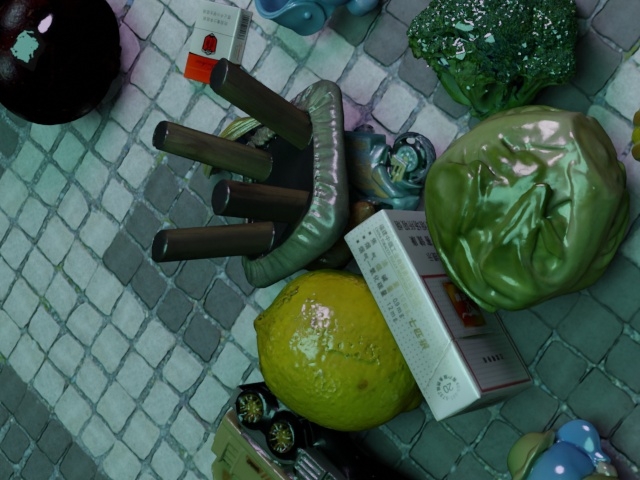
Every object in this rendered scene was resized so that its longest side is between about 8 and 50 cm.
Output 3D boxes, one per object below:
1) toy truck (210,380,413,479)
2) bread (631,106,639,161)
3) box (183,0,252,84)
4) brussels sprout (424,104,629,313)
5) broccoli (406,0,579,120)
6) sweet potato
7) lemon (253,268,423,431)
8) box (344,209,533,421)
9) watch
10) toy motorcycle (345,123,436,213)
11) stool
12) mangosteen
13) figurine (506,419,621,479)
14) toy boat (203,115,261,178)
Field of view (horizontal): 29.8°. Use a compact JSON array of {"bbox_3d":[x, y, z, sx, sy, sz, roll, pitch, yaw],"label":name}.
[{"bbox_3d":[-0.014,0.419,2.064,0.405,0.180,0.254,40,113,27],"label":"toy truck"},{"bbox_3d":[0.555,-0.149,1.759,0.213,0.105,0.213,2,94,32],"label":"bread"},{"bbox_3d":[-0.193,-0.367,2.259,0.100,0.048,0.152,19,102,33],"label":"box"},{"bbox_3d":[0.309,-0.042,1.824,0.328,0.247,0.328,8,112,21],"label":"brussels sprout"},{"bbox_3d":[0.273,-0.311,1.884,0.294,0.265,0.245,42,145,32],"label":"broccoli"},{"bbox_3d":[0.000,0.004,2.057,0.341,0.092,0.114,-10,101,57],"label":"sweet potato"},{"bbox_3d":[0.039,0.183,1.984,0.310,0.258,0.258,30,107,-2],"label":"lemon"},{"bbox_3d":[0.191,0.113,1.919,0.095,0.210,0.330,-34,72,28],"label":"box"},{"bbox_3d":[-0.022,-0.463,2.092,0.193,0.211,0.211,-14,82,49],"label":"watch"},{"bbox_3d":[0.074,-0.100,2.066,0.296,0.109,0.198,11,108,37],"label":"toy motorcycle"},{"bbox_3d":[-0.119,-0.109,1.995,0.310,0.226,0.310,-34,52,48],"label":"stool"},{"bbox_3d":[-0.536,-0.381,2.316,0.313,0.297,0.297,37,114,-14],"label":"mangosteen"},{"bbox_3d":[0.387,0.402,1.830,0.262,0.154,0.180,58,145,33],"label":"figurine"},{"bbox_3d":[-0.157,-0.179,2.226,0.066,0.065,0.172,45,114,0],"label":"toy boat"}]
